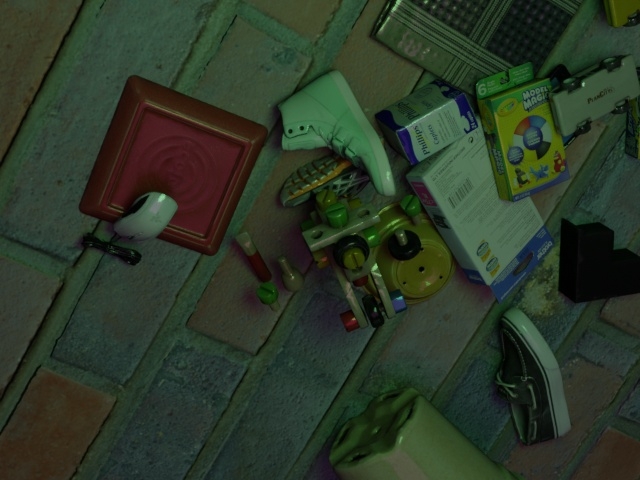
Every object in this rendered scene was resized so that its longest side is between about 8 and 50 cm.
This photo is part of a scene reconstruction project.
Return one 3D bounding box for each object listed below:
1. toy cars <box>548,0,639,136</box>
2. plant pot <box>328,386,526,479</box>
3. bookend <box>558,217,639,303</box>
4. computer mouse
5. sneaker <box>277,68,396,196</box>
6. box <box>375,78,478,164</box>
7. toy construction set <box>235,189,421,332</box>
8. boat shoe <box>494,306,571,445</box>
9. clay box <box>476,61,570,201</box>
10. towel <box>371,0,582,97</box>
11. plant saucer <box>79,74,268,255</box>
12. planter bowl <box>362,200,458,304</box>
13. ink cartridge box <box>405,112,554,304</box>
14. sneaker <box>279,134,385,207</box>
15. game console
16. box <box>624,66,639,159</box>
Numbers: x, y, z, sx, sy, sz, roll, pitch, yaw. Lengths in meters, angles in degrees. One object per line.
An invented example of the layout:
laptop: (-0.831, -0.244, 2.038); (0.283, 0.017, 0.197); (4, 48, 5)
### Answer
toy cars: (0.518, -0.357, 1.661); (0.176, 0.087, 0.394); (24, 92, -31)
plant pot: (0.189, 0.467, 1.797); (0.333, 0.334, 0.305); (-39, 103, 2)
bookend: (0.560, 0.030, 1.841); (0.156, 0.072, 0.157); (-8, 111, -12)
computer mouse: (-0.314, -0.018, 1.570); (0.106, 0.042, 0.193); (30, 134, -28)
sneaker: (0.021, -0.154, 1.574); (0.151, 0.256, 0.094); (-28, 157, -1)
box: (0.184, -0.210, 1.630); (0.137, 0.126, 0.072); (-31, 115, -2)
toy construction set: (0.000, 0.000, 1.580); (0.308, 0.258, 0.237); (-7, 141, 17)
boat shoe: (0.413, 0.290, 1.871); (0.119, 0.121, 0.335); (-28, 116, -8)
clay box: (0.361, -0.195, 1.663); (0.127, 0.053, 0.222); (-23, 109, -16)
towel: (0.287, -0.421, 1.629); (0.324, 0.056, 0.312); (26, 105, -23)
plant saucer: (-0.249, -0.117, 1.599); (0.259, 0.048, 0.259); (20, 104, -20)
planter bowl: (0.176, 0.040, 1.739); (0.217, 0.090, 0.217); (-4, 110, -12)
ink cartridge box: (0.300, -0.055, 1.718); (0.186, 0.065, 0.311); (-45, 114, -22)
sneaker: (0.029, -0.107, 1.655); (0.214, 0.084, 0.083); (-27, 120, -4)
game console: (0.439, -0.241, 1.709); (0.122, 0.071, 0.107); (-47, 137, 5)
box: (0.619, -0.244, 1.766); (0.059, 0.054, 0.169); (-8, 112, -11)
